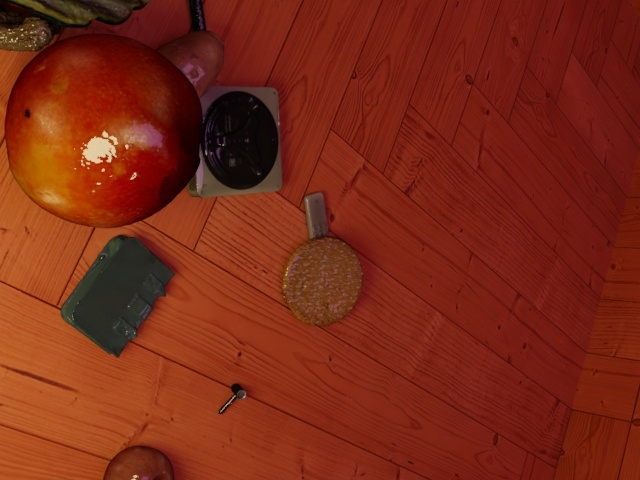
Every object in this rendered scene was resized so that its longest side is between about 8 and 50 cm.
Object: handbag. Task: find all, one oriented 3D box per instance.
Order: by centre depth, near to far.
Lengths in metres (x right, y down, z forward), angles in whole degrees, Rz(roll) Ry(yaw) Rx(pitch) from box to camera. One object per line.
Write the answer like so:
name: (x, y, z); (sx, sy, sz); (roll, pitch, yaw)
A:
handbag: (-0.429, 0.118, 1.636); (0.179, 0.062, 0.229); (50, 59, -38)

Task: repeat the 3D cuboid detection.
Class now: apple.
apple: (-0.390, 0.522, 1.651); (0.153, 0.120, 0.153); (-2, 93, -45)

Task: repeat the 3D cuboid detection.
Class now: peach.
peach: (-0.392, -0.201, 1.424); (0.388, 0.388, 0.388); (-3, 94, -44)

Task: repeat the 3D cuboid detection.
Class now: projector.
projector: (-0.202, -0.238, 1.822); (0.259, 0.079, 0.257); (-9, 100, -42)

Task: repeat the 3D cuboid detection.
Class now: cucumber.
cucumber: (-0.285, -0.528, 1.758); (0.032, 0.032, 0.133); (-19, 105, -42)

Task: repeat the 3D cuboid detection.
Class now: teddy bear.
teddy bear: (-0.612, -0.411, 1.387); (0.251, 0.182, 0.129); (30, 111, -29)

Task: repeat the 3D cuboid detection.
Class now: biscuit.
biscuit: (0.008, 0.109, 2.044); (0.254, 0.035, 0.254); (-5, 100, -29)

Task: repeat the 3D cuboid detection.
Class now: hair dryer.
hair dryer: (-0.221, 0.394, 1.871); (0.083, 0.047, 0.026); (-50, 118, -7)

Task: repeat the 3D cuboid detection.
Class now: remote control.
remote control: (0.000, 0.000, 2.067); (0.067, 0.029, 0.261); (-17, 105, -42)

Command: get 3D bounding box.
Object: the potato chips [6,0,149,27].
potato chips: (-0.493, -0.556, 1.435); (0.429, 0.070, 0.358); (4, 65, -37)

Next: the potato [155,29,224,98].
potato: (-0.292, -0.384, 1.664); (0.235, 0.161, 0.128); (-38, 143, -27)
